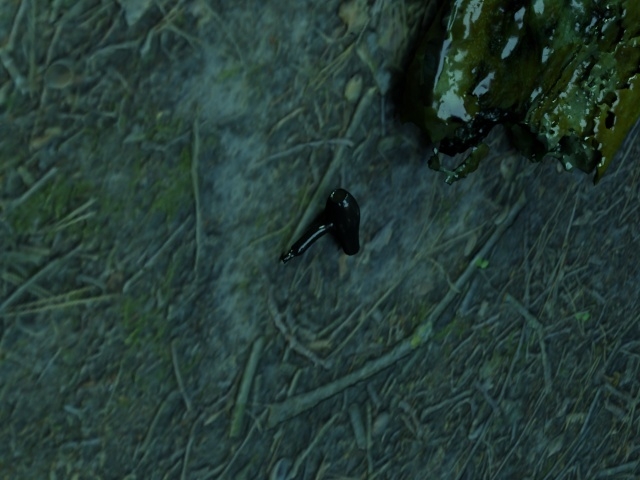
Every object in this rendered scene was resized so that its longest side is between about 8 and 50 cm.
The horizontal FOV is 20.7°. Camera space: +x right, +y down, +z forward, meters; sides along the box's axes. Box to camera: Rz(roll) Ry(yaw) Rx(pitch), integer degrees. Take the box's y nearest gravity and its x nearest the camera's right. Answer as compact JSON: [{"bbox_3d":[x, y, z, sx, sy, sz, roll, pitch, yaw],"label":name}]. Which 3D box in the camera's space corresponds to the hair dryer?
[{"bbox_3d":[0.000,0.000,1.488,0.083,0.031,0.079,-35,145,-18],"label":"hair dryer"}]

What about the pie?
[{"bbox_3d":[0.211,-0.192,1.607,0.371,0.078,0.296,0,108,-52],"label":"pie"}]
